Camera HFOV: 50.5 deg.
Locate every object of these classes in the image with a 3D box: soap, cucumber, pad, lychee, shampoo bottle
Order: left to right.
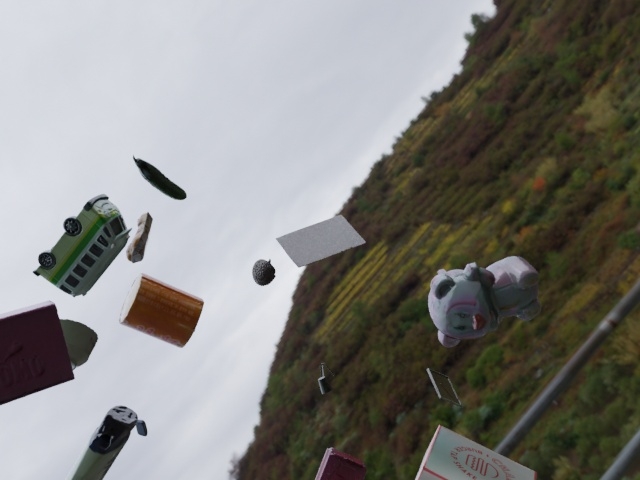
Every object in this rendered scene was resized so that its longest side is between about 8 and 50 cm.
[{"bbox_3d":[-0.665,0.247,1.423,0.259,0.181,0.081,-15,10,-31],"label":"soap"},{"bbox_3d":[-0.563,0.563,1.617,0.360,0.078,0.134,-57,-5,7],"label":"shampoo bottle"},{"bbox_3d":[-0.348,-0.129,1.454,0.037,0.037,0.155,-49,-52,-1],"label":"cucumber"},{"bbox_3d":[-0.163,0.089,1.940,0.067,0.068,0.083,-9,57,54],"label":"lychee"},{"bbox_3d":[0.000,0.000,2.073,0.234,0.158,0.003,-20,-46,-20],"label":"pad"},{"bbox_3d":[0.058,0.890,2.425,0.099,0.162,0.250,163,128,-84],"label":"soap"}]

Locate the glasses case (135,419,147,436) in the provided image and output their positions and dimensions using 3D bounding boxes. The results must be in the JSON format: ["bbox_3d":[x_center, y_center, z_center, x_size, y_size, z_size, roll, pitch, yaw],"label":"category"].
[{"bbox_3d":[-0.583,0.607,2.210,0.023,0.033,0.083,-66,-15,-46],"label":"glasses case"}]

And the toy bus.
[{"bbox_3d":[-0.657,0.018,1.911,0.276,0.164,0.134,-47,6,15],"label":"toy bus"}]

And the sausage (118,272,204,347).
[{"bbox_3d":[-0.662,0.291,2.814,0.233,0.287,0.233,-52,21,29],"label":"sausage"}]

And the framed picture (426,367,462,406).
[{"bbox_3d":[0.270,0.321,1.480,0.007,0.066,0.089,-51,30,21],"label":"framed picture"}]

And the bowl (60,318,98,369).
[{"bbox_3d":[-0.818,0.343,2.137,0.211,0.211,0.112,117,159,-50],"label":"bowl"}]

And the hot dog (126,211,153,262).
[{"bbox_3d":[-0.575,-0.008,2.165,0.191,0.059,0.108,-89,21,-52],"label":"hot dog"}]

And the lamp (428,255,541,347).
[{"bbox_3d":[0.443,0.148,1.923,0.301,0.247,0.247,-21,-54,-7],"label":"lamp"}]

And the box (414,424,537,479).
[{"bbox_3d":[0.394,0.756,1.880,0.300,0.312,0.314,-69,-15,13],"label":"box"}]

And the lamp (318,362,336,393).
[{"bbox_3d":[0.011,0.383,1.897,0.041,0.054,0.121,-24,4,6],"label":"lamp"}]
